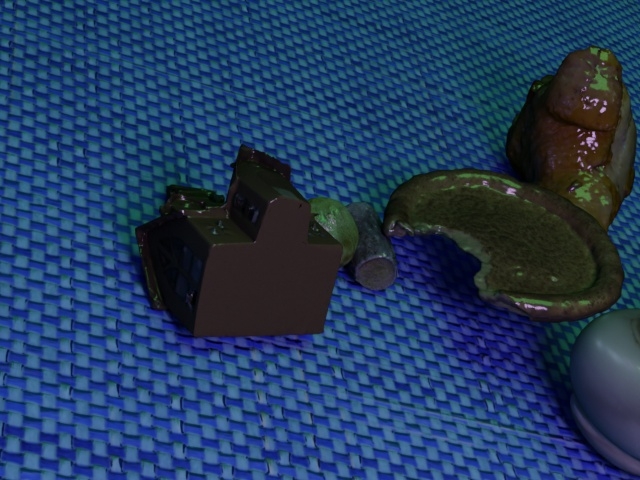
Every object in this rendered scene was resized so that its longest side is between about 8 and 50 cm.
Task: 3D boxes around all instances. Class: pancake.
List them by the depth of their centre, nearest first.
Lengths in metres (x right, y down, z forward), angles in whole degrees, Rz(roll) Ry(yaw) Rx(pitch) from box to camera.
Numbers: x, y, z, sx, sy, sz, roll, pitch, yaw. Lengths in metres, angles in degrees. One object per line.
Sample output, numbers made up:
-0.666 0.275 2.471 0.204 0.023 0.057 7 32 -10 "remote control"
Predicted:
0.213 -0.002 1.640 0.286 0.033 0.288 7 33 -10 "pancake"

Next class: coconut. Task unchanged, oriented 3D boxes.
0.000 0.000 1.594 0.088 0.096 0.088 -15 26 8 "coconut"

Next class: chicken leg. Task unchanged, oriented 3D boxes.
0.333 -0.106 1.845 0.182 0.295 0.409 10 45 6 "chicken leg"

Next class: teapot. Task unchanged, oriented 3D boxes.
0.407 0.212 1.542 0.318 0.149 0.220 45 33 22 "teapot"

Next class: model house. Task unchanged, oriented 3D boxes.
-0.107 -0.025 1.504 0.181 0.176 0.248 0 26 -35 "model house"

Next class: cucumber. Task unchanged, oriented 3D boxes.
0.053 0.008 1.646 0.064 0.064 0.112 7 40 -29 "cucumber"
